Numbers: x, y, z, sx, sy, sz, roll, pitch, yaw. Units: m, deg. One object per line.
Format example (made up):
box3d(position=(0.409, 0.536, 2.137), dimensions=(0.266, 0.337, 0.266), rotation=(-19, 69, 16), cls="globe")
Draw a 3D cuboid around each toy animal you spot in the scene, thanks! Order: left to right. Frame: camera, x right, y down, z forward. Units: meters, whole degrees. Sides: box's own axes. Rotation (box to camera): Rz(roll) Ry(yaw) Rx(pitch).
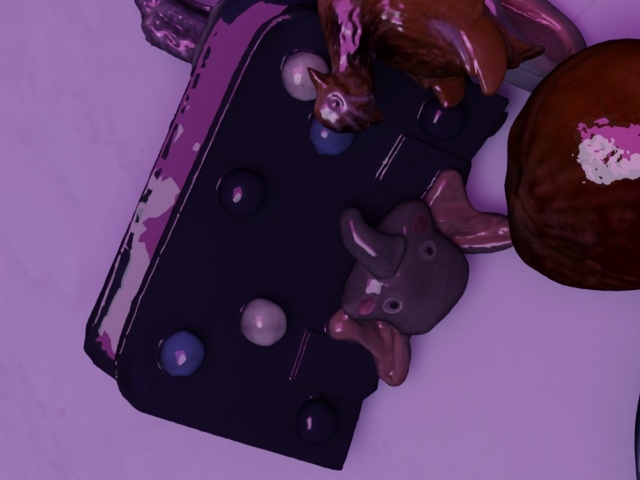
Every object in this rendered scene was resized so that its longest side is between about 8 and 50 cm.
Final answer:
box3d(position=(0.076, -0.137, 1.367), dimensions=(0.188, 0.089, 0.179), rotation=(25, 71, -25), cls="toy animal")

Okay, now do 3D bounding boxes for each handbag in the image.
box3d(position=(0.000, 0.000, 1.460), dimensions=(0.269, 0.118, 0.326), rotation=(20, 97, -30), cls="handbag")

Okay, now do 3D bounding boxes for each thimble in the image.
box3d(position=(-0.072, -0.201, 1.516), dimensions=(0.150, 0.098, 0.150), rotation=(0, 91, 10), cls="thimble")

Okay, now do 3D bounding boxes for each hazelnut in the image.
box3d(position=(0.216, -0.044, 1.414), dimensions=(0.178, 0.204, 0.178), rotation=(5, 64, -11), cls="hazelnut")

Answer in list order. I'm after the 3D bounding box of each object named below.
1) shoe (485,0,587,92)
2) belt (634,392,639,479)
box3d(position=(0.104, -0.203, 1.465), dimensions=(0.251, 0.103, 0.100), rotation=(30, 119, -5), cls="shoe")
box3d(position=(0.412, 0.095, 1.399), dimensions=(0.300, 0.173, 0.436), rotation=(39, 98, 6), cls="belt")
